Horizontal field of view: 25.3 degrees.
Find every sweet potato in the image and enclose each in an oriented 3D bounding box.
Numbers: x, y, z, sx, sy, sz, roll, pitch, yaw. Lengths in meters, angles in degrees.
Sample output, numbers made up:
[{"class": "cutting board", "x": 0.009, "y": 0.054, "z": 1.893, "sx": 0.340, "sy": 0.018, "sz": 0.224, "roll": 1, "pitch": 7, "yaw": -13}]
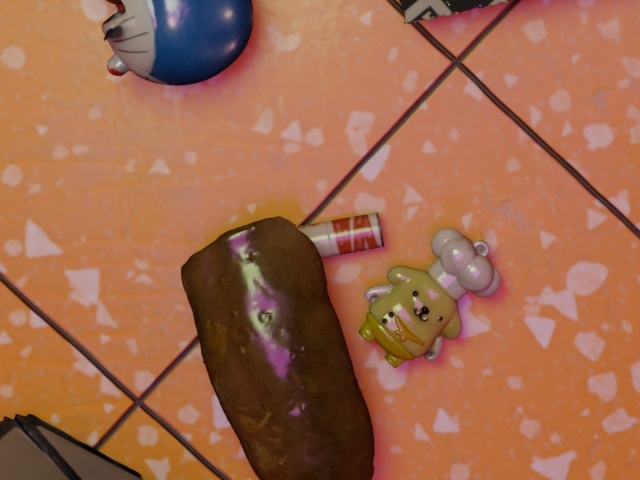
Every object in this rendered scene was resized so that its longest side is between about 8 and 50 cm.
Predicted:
[{"class": "sweet potato", "x": -0.028, "y": 0.158, "z": 1.469, "sx": 0.157, "sy": 0.158, "sz": 0.370, "roll": -20, "pitch": 96, "yaw": 4}]

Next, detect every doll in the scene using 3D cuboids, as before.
[{"class": "doll", "x": -0.159, "y": -0.277, "z": 1.392, "sx": 0.161, "sy": 0.215, "sz": 0.257, "roll": -20, "pitch": 101, "yaw": -21}, {"class": "doll", "x": 0.116, "y": 0.059, "z": 1.494, "sx": 0.106, "sy": 0.062, "sz": 0.162, "roll": 44, "pitch": 96, "yaw": -9}]

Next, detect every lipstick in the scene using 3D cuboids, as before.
[{"class": "lipstick", "x": 0.000, "y": 0.000, "z": 1.501, "sx": 0.130, "sy": 0.038, "sz": 0.038, "roll": -10, "pitch": 97, "yaw": 3}]

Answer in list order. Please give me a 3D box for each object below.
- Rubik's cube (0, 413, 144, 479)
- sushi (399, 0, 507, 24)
[{"class": "Rubik's cube", "x": -0.278, "y": 0.394, "z": 1.437, "sx": 0.310, "sy": 0.305, "sz": 0.307, "roll": 28, "pitch": 95, "yaw": 0}, {"class": "sushi", "x": 0.198, "y": -0.363, "z": 1.442, "sx": 0.290, "sy": 0.050, "sz": 0.264, "roll": -14, "pitch": 83, "yaw": 6}]
